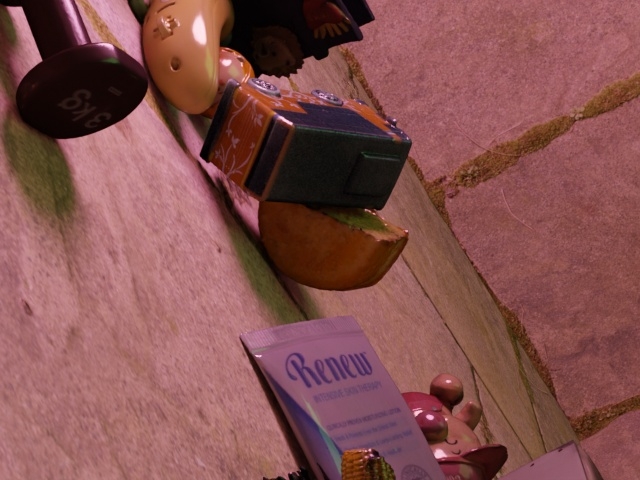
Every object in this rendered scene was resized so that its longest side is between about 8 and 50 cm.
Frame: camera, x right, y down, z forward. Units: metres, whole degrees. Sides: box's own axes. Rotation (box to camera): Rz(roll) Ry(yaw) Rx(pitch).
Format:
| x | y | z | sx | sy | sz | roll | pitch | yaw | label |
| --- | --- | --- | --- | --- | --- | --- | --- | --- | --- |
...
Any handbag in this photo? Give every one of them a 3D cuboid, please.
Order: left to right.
| x | y | z | sx | sy | sz | roll | pitch | yaw | label |
| --- | --- | --- | --- | --- | --- | --- | --- | --- | --- |
| -0.109 | -0.407 | 2.106 | 0.329 | 0.303 | 0.122 | 58 | 43 | -25 | handbag |

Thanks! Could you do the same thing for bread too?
| x | y | z | sx | sy | sz | roll | pitch | yaw | label |
| --- | --- | --- | --- | --- | --- | --- | --- | --- | --- |
| 0.000 | 0.000 | 1.963 | 0.229 | 0.139 | 0.143 | 26 | 9 | 12 | bread |

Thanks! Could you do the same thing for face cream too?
| x | y | z | sx | sy | sz | roll | pitch | yaw | label |
| --- | --- | --- | --- | --- | --- | --- | --- | --- | --- |
| 0.068 | 0.283 | 1.664 | 0.235 | 0.137 | 0.420 | -6 | 60 | -50 | face cream |

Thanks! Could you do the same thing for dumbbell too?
| x | y | z | sx | sy | sz | roll | pitch | yaw | label |
| --- | --- | --- | --- | --- | --- | --- | --- | --- | --- |
| -0.279 | -0.229 | 1.393 | 0.225 | 0.124 | 0.140 | 66 | 13 | 22 | dumbbell |

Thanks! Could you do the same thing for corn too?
| x | y | z | sx | sy | sz | roll | pitch | yaw | label |
| --- | --- | --- | --- | --- | --- | --- | --- | --- | --- |
| 0.066 | 0.337 | 1.514 | 0.072 | 0.072 | 0.203 | 25 | 52 | -70 | corn |

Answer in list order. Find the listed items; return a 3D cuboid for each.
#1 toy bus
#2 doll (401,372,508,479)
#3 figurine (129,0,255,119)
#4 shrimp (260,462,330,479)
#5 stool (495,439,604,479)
| x | y | z | sx | sy | sz | roll | pitch | yaw | label |
| --- | --- | --- | --- | --- | --- | --- | --- | --- | --- |
| -0.013 | -0.134 | 1.907 | 0.275 | 0.138 | 0.167 | 2 | 28 | -46 | toy bus |
| 0.151 | 0.293 | 1.848 | 0.152 | 0.196 | 0.256 | 55 | 7 | -31 | doll |
| -0.178 | -0.275 | 1.955 | 0.222 | 0.124 | 0.324 | 57 | 15 | -35 | figurine |
| -0.013 | 0.300 | 1.467 | 0.219 | 0.046 | 0.152 | 57 | 13 | -39 | shrimp |
| 0.334 | 0.481 | 1.967 | 0.243 | 0.269 | 0.170 | 59 | 11 | -12 | stool |
